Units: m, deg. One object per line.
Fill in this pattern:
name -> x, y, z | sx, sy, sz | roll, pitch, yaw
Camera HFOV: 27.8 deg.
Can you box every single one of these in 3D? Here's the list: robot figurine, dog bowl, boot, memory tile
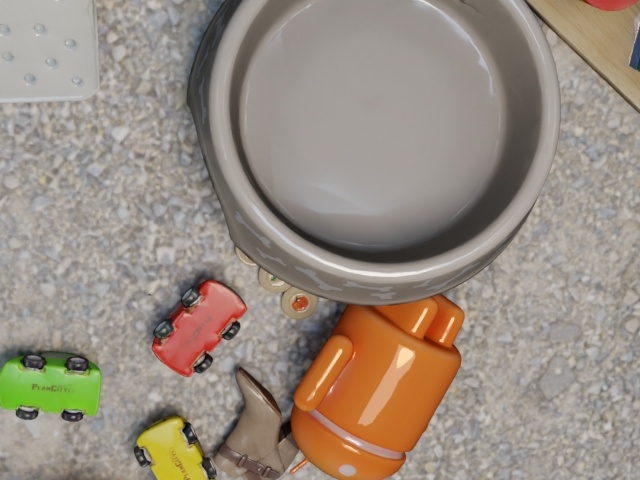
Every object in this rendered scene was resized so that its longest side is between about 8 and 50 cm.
robot figurine -> 0.054, 0.143, 1.256 | 0.128, 0.158, 0.219 | 30, 98, 6
dog bowl -> 0.053, -0.114, 1.150 | 0.349, 0.102, 0.348 | 0, 89, -5
boot -> -0.072, 0.194, 1.294 | 0.087, 0.042, 0.118 | -40, 107, 5
memory tile -> 0.000, 0.000, 1.268 | 0.148, 0.012, 0.113 | -38, 107, 2

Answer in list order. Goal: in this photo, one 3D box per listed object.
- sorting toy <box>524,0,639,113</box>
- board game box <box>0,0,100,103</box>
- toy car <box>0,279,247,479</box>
sorting toy -> 0.329, -0.268, 1.179 | 0.257, 0.089, 0.255 | 36, 97, -30
board game box -> -0.379, -0.271, 1.020 | 0.390, 0.050, 0.390 | -2, 136, -9
toy car -> -0.197, 0.140, 1.252 | 0.225, 0.053, 0.239 | 6, 103, -10
